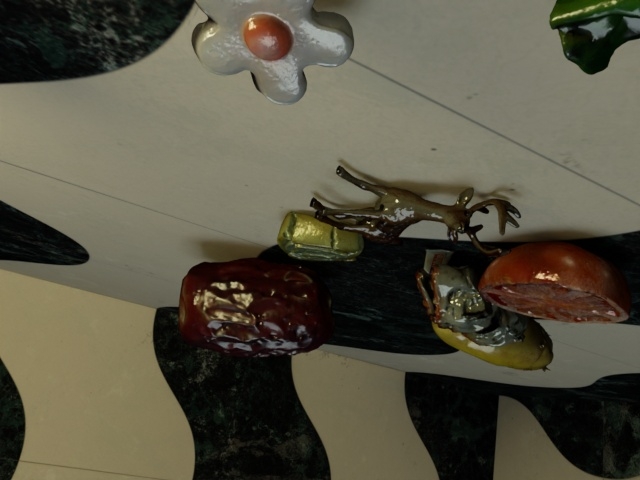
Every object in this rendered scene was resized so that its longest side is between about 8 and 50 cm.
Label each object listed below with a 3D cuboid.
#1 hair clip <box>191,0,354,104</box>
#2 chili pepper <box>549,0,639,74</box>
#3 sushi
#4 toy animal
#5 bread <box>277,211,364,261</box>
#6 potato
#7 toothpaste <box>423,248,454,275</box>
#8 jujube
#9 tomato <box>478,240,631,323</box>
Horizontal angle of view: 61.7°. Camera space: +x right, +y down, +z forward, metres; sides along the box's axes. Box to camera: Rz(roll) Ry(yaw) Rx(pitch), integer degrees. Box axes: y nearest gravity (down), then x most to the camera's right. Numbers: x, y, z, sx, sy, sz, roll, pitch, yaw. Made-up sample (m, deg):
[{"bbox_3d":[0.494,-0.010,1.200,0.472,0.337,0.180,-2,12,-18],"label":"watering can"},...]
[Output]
[{"bbox_3d":[-0.053,-0.207,0.390,0.146,0.075,0.257,10,157,17],"label":"hair clip"},{"bbox_3d":[0.283,-0.153,0.335,0.253,0.084,0.099,4,170,30],"label":"chili pepper"},{"bbox_3d":[0.306,0.128,1.054,0.129,0.124,0.332,-18,151,32],"label":"sushi"},{"bbox_3d":[0.128,-0.039,0.787,0.259,0.087,0.243,13,175,-13],"label":"toy animal"},{"bbox_3d":[0.000,0.000,0.960,0.156,0.064,0.117,7,162,17],"label":"bread"},{"bbox_3d":[0.408,0.216,1.241,0.300,0.140,0.173,19,173,-9],"label":"potato"},{"bbox_3d":[0.224,0.060,1.067,0.052,0.033,0.218,4,156,6],"label":"toothpaste"},{"bbox_3d":[-0.156,0.153,1.238,0.376,0.259,0.258,-6,158,10],"label":"jujube"},{"bbox_3d":[0.387,0.064,0.886,0.236,0.095,0.237,13,164,4],"label":"tomato"}]
